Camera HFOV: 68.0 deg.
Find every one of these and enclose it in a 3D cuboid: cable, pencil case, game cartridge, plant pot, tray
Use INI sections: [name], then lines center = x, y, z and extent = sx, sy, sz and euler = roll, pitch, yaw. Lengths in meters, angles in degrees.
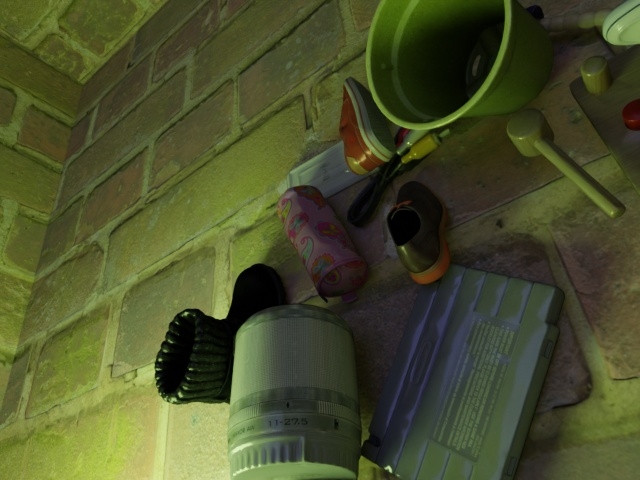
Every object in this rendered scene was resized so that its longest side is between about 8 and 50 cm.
[cable]
center = 0.143, -0.163, 1.010
extent = 0.287, 0.072, 0.139
euler = -42, 41, 16
[pencil case]
center = 0.000, 0.000, 1.017
extent = 0.124, 0.124, 0.284
euler = -44, 47, 14
[game cartridge]
center = 0.221, 0.218, 0.747
extent = 0.230, 0.068, 0.355
euler = 15, 78, 40
[plant pot]
center = 0.264, -0.324, 0.831
extent = 0.276, 0.253, 0.276
euler = 6, 99, 48
[tray]
center = 0.015, -0.172, 1.156
extent = 0.270, 0.030, 0.145
euler = -26, 54, 29

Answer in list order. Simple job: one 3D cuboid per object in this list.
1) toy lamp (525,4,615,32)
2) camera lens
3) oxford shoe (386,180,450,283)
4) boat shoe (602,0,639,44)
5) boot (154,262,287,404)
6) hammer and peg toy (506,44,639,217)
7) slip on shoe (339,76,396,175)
[toy lamp]
center = 0.464, -0.397, 0.857
extent = 0.274, 0.080, 0.080
euler = 12, 76, 41
[camera lens]
center = -0.044, 0.264, 0.816
extent = 0.219, 0.219, 0.274
euler = -28, 44, 27
[oxford shoe]
center = 0.172, -0.046, 0.867
extent = 0.097, 0.098, 0.271
euler = -32, 29, 22
[boat shoe]
center = 0.482, -0.286, 0.590
extent = 0.226, 0.083, 0.076
euler = -9, 62, 36
[boot]
center = -0.196, 0.172, 0.986
extent = 0.131, 0.260, 0.348
euler = -25, 53, 29
[hammer and peg toy]
center = 0.485, -0.173, 0.681
extent = 0.361, 0.127, 0.266
euler = -30, 53, 26
[slip on shoe]
center = 0.085, -0.264, 1.058
extent = 0.101, 0.123, 0.331
euler = -39, 35, 29
